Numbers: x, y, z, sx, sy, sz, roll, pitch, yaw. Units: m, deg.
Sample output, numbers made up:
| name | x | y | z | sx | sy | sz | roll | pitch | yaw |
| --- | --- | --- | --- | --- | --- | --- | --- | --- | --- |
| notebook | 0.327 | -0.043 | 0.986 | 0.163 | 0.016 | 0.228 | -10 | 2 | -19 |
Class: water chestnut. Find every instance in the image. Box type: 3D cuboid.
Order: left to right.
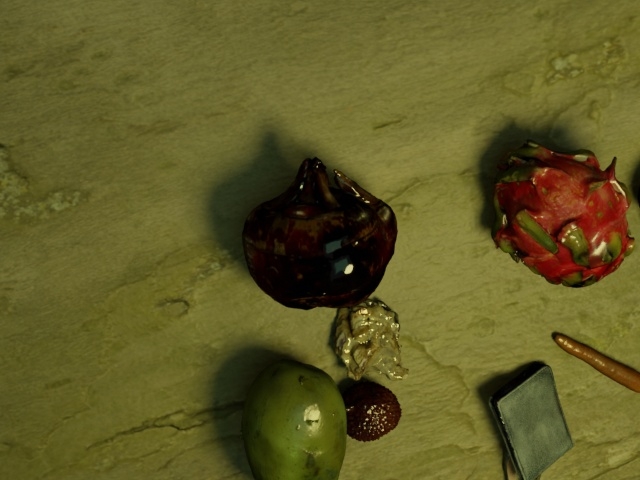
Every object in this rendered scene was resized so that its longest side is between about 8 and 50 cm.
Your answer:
| name | x | y | z | sx | sy | sz | roll | pitch | yaw |
| --- | --- | --- | --- | --- | --- | --- | --- | --- | --- |
| water chestnut | 0.000 | 0.000 | 1.559 | 0.288 | 0.289 | 0.245 | 5 | 70 | -8 |

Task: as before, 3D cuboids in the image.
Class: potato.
| name | x | y | z | sx | sy | sz | roll | pitch | yaw |
| --- | --- | --- | --- | --- | --- | --- | --- | --- | --- |
| potato | -0.048 | 0.375 | 1.643 | 0.215 | 0.216 | 0.305 | -10 | 110 | -5 |

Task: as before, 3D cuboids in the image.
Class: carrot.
| name | x | y | z | sx | sy | sz | roll | pitch | yaw |
| --- | --- | --- | --- | --- | --- | --- | --- | --- | --- |
| carrot | 0.595 | 0.259 | 1.790 | 0.247 | 0.043 | 0.043 | 28 | 97 | -10 |

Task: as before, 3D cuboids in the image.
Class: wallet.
| name | x | y | z | sx | sy | sz | roll | pitch | yaw |
| --- | --- | --- | --- | --- | --- | --- | --- | --- | --- |
| wallet | 0.444 | 0.380 | 1.769 | 0.167 | 0.036 | 0.222 | -31 | 108 | -27 |

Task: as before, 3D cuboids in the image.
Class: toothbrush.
| name | x | y | z | sx | sy | sz | roll | pitch | yaw |
| --- | --- | --- | --- | --- | --- | --- | --- | --- | --- |
| toothbrush | 0.409 | 0.495 | 1.822 | 0.028 | 0.037 | 0.376 | -9 | 106 | -2 |

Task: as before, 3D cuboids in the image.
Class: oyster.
| name | x | y | z | sx | sy | sz | roll | pitch | yaw |
| --- | --- | --- | --- | --- | --- | --- | --- | --- | --- |
| oyster | 0.111 | 0.211 | 1.700 | 0.191 | 0.081 | 0.163 | 33 | 92 | -16 |

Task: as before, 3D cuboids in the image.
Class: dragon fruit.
| name | x | y | z | sx | sy | sz | roll | pitch | yaw |
| --- | --- | --- | --- | --- | --- | --- | --- | --- | --- |
| dragon fruit | 0.456 | -0.049 | 1.615 | 0.302 | 0.237 | 0.231 | 40 | 73 | -3 |

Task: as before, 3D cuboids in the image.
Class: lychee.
| name | x | y | z | sx | sy | sz | roll | pitch | yaw |
| --- | --- | --- | --- | --- | --- | --- | --- | --- | --- |
| lychee | 0.101 | 0.346 | 1.706 | 0.129 | 0.123 | 0.123 | 21 | 99 | -14 |

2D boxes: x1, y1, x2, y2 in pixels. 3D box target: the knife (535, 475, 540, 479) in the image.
| name | x | y | z | sx | sy | sz | roll | pitch | yaw |
| --- | --- | --- | --- | --- | --- | --- | --- | --- | --- |
| knife | 0.437 | 0.645 | 1.837 | 0.061 | 0.027 | 0.343 | 9 | 101 | -23 |

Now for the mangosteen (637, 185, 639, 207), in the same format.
| name | x | y | z | sx | sy | sz | roll | pitch | yaw |
| --- | --- | --- | --- | --- | --- | --- | --- | --- | --- |
| mangosteen | 0.706 | -0.082 | 1.687 | 0.152 | 0.152 | 0.153 | -1 | 102 | -7 |
